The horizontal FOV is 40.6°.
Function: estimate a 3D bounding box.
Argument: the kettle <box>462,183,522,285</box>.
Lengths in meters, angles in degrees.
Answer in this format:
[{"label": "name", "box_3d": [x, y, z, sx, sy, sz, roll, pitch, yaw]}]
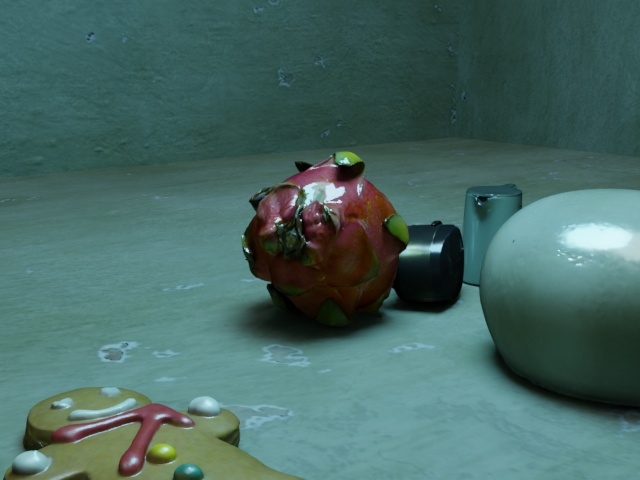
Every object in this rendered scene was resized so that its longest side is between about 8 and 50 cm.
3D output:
[{"label": "kettle", "box_3d": [0.281, -0.010, 1.373, 0.127, 0.147, 0.098, -5, 13, -26]}]

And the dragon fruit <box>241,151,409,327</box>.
[{"label": "dragon fruit", "box_3d": [0.001, 0.000, 1.154, 0.224, 0.224, 0.227, 10, -22, 38]}]

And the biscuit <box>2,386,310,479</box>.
[{"label": "biscuit", "box_3d": [-0.156, 0.182, 0.735, 0.216, 0.047, 0.340, -6, 15, -32]}]

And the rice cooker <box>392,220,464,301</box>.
[{"label": "rice cooker", "box_3d": [0.157, 0.031, 1.266, 0.107, 0.112, 0.165, -3, 12, 11]}]

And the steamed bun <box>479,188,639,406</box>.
[{"label": "steamed bun", "box_3d": [0.344, 0.046, 0.997, 0.325, 0.206, 0.324, 1, 11, 0]}]
